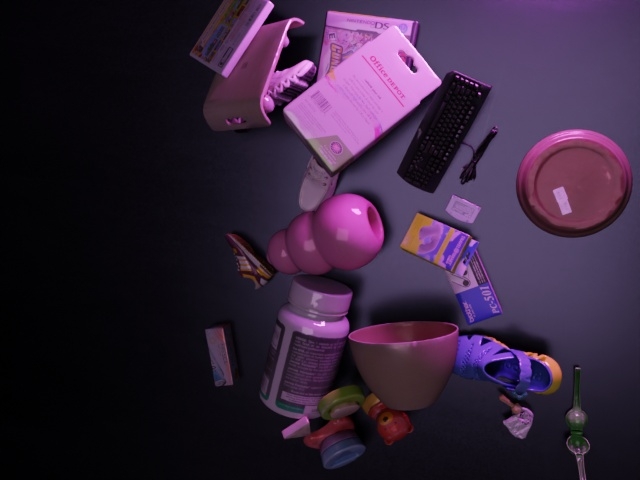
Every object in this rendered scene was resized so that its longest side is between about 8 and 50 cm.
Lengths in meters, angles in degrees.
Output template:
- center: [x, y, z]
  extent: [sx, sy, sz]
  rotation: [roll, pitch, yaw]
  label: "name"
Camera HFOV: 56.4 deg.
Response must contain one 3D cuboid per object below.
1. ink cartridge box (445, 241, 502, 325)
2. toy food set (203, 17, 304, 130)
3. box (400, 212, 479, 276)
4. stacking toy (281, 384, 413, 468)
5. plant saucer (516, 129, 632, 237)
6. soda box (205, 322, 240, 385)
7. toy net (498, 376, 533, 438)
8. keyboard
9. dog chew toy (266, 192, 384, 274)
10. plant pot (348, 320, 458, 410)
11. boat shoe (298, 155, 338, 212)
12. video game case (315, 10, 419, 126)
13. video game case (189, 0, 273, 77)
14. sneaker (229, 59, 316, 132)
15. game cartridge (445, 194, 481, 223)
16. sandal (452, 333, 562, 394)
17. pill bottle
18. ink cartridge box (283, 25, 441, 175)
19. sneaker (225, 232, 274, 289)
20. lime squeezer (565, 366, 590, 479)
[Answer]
- center: [0.404, 0.115, 1.606]
  extent: [0.097, 0.046, 0.207]
  rotation: [-23, 92, 17]
  label: "ink cartridge box"
- center: [-0.172, -0.437, 1.580]
  extent: [0.220, 0.092, 0.305]
  rotation: [4, 70, 40]
  label: "toy food set"
- center: [0.314, 0.011, 1.582]
  extent: [0.178, 0.042, 0.109]
  rotation: [26, 89, 27]
  label: "box"
- center: [0.079, 0.525, 1.623]
  extent: [0.309, 0.280, 0.130]
  rotation: [-43, 51, 20]
  label: "stacking toy"
- center: [0.643, -0.142, 1.512]
  extent: [0.278, 0.041, 0.277]
  rotation: [2, 99, 14]
  label: "plant saucer"
- center: [-0.297, 0.346, 1.815]
  extent: [0.063, 0.058, 0.183]
  rotation: [-8, 95, 15]
  label: "soda box"
- center: [0.542, 0.419, 1.617]
  extent: [0.122, 0.045, 0.232]
  rotation: [-10, 97, 14]
  label: "toy net"
- center: [0.345, -0.255, 1.525]
  extent: [0.202, 0.033, 0.317]
  rotation: [20, 122, -7]
  label: "keyboard"
- center: [0.000, 0.000, 1.624]
  extent: [0.332, 0.207, 0.206]
  rotation: [-18, 93, 25]
  label: "dog chew toy"
- center: [0.222, 0.329, 1.552]
  extent: [0.284, 0.284, 0.190]
  rotation: [-5, 92, 15]
  label: "plant pot"
- center: [0.005, -0.197, 1.639]
  extent: [0.098, 0.096, 0.277]
  rotation: [26, 103, 10]
  label: "boat shoe"
- center: [0.115, -0.461, 1.605]
  extent: [0.249, 0.035, 0.274]
  rotation: [12, 101, 13]
  label: "video game case"
- center: [-0.245, -0.566, 1.616]
  extent: [0.227, 0.026, 0.206]
  rotation: [-56, 47, 6]
  label: "video game case"
- center: [-0.149, -0.420, 1.650]
  extent: [0.292, 0.110, 0.118]
  rotation: [-30, 81, 16]
  label: "sneaker"
- center: [0.380, -0.081, 1.601]
  extent: [0.083, 0.017, 0.056]
  rotation: [28, 100, 9]
  label: "game cartridge"
- center: [0.446, 0.318, 1.542]
  extent: [0.318, 0.138, 0.126]
  rotation: [4, 89, 38]
  label: "sandal"
- center: [-0.036, 0.291, 1.664]
  extent: [0.204, 0.204, 0.360]
  rotation: [17, 102, 12]
  label: "pill bottle"
- center: [0.104, -0.350, 1.518]
  extent: [0.353, 0.119, 0.207]
  rotation: [-38, 88, -1]
  label: "ink cartridge box"
- center: [-0.226, 0.061, 1.750]
  extent: [0.185, 0.069, 0.084]
  rotation: [45, 101, 6]
  label: "sneaker"
- center: [0.672, 0.497, 1.568]
  extent: [0.059, 0.110, 0.310]
  rotation: [-6, 65, 31]
  label: "lime squeezer"
